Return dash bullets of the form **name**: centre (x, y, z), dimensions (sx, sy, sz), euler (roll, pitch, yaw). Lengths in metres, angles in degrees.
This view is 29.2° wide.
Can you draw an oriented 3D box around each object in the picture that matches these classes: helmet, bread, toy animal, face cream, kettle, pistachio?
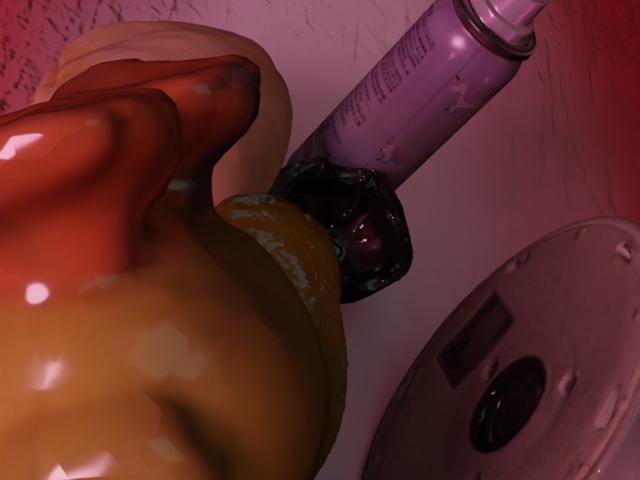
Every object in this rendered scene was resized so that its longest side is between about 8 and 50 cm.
- **helmet**: centre (0.000, 0.000, 0.826), dimensions (0.123, 0.070, 0.098), euler (2, 65, -34)
- **bread**: centre (-0.049, 0.069, 0.648), dimensions (0.149, 0.188, 0.065), euler (5, 14, -28)
- **toy animal**: centre (-0.086, 0.101, 0.523), dimensions (0.216, 0.191, 0.338), euler (-50, 129, -71)
- **face cream**: centre (0.067, -0.099, 0.846), dimensions (0.075, 0.229, 0.075), euler (24, 44, -25)
- **kettle**: centre (0.235, 0.175, 0.790), dimensions (0.376, 0.250, 0.361), euler (36, 11, -16)
- **pistachio**: centre (-0.098, -0.064, 0.759), dimensions (0.145, 0.117, 0.200), euler (54, 33, 9)
